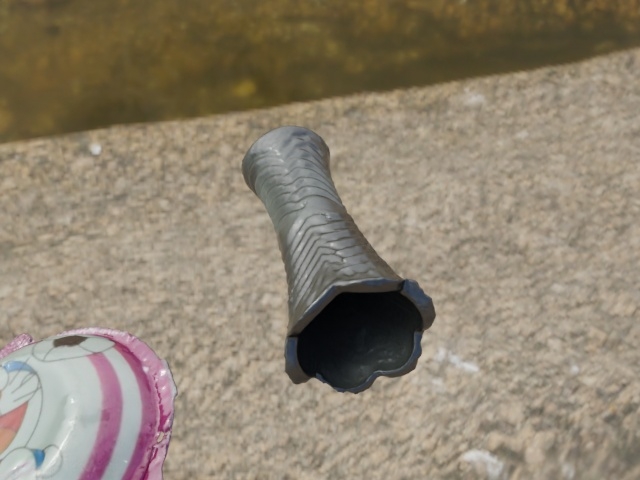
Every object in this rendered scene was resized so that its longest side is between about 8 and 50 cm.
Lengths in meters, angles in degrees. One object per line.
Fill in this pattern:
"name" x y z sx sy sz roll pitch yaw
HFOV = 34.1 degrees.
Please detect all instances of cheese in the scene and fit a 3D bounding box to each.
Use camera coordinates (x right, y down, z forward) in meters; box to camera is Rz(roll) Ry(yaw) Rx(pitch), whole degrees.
"cheese" -0.125 0.126 0.521 0.155 0.062 0.244 -43 47 -6

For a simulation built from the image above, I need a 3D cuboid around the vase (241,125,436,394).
"vase" 0.000 0.000 0.817 0.115 0.115 0.237 -8 39 -12
